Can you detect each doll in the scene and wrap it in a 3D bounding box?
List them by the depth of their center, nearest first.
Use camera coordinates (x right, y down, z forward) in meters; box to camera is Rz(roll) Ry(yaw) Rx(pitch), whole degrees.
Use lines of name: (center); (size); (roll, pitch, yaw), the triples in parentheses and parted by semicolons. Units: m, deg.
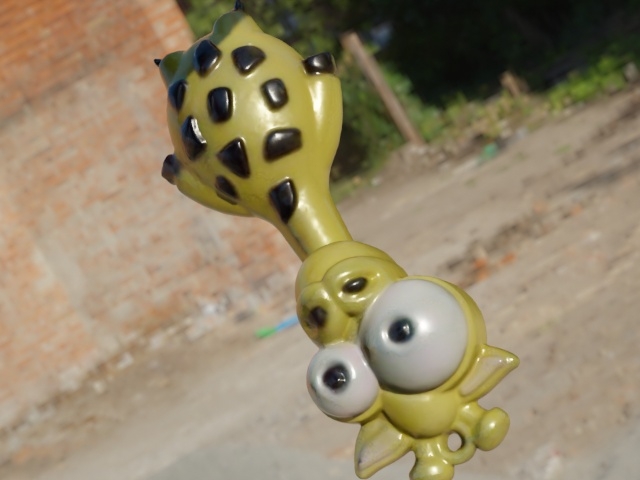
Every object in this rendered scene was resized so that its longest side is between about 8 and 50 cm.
doll: (0.000, 0.000, 0.879); (0.117, 0.291, 0.086); (-37, -21, 18)
